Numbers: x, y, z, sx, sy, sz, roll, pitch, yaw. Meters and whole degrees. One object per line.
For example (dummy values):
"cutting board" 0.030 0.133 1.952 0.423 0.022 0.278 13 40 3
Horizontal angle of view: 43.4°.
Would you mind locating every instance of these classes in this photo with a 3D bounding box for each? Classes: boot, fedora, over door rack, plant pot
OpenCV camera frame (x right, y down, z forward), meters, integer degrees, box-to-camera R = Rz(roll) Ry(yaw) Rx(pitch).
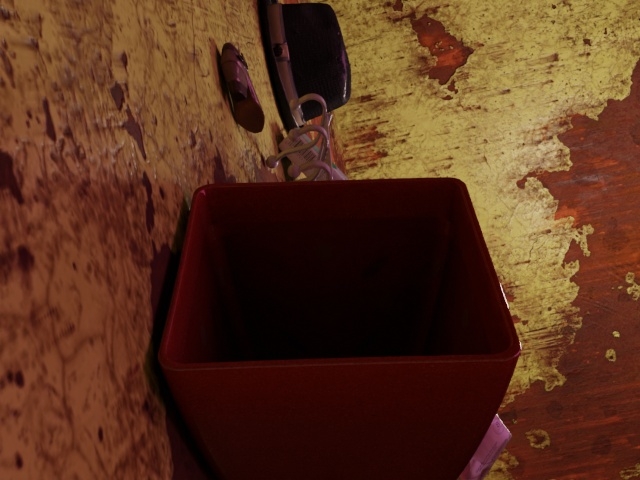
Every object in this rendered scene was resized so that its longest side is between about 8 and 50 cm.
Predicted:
"boot" -0.108 -0.215 1.121 0.118 0.042 0.087 67 11 -62
"fedora" -0.019 -0.382 1.698 0.334 0.152 0.334 -11 90 -84
"over door rack" -0.034 -0.028 1.234 0.240 0.108 0.324 -92 -177 -55
"plant pot" 0.015 0.110 0.751 0.267 0.267 0.236 -92 180 -56

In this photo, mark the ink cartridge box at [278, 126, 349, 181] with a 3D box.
"ink cartridge box" 0.007 -0.144 1.589 0.181 0.056 0.225 46 12 -3

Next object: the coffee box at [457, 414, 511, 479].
"coffee box" 0.192 0.288 1.349 0.141 0.098 0.247 -46 108 -30
